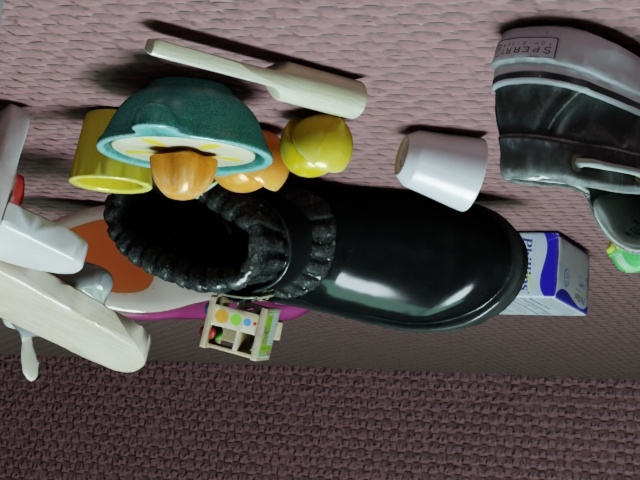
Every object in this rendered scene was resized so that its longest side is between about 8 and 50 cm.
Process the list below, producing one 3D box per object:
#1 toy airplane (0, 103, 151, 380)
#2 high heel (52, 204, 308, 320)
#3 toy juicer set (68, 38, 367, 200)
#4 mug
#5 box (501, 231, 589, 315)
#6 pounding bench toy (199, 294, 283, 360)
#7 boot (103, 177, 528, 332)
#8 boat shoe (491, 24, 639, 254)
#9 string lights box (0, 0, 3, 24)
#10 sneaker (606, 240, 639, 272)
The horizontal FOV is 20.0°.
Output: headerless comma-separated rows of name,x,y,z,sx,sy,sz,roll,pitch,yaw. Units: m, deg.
toy airplane,-0.365,-0.001,1.587,0.384,0.272,0.386,-7,133,2
high heel,-0.167,0.048,1.998,0.377,0.127,0.181,4,161,-20
toy juicer set,-0.067,-0.071,1.393,0.209,0.089,0.329,7,170,-16
mug,0.093,-0.059,1.489,0.064,0.062,0.078,15,162,-14
box,0.209,0.036,1.965,0.137,0.072,0.126,1,170,24
pounding bench toy,-0.077,0.084,1.775,0.065,0.052,0.083,14,-179,14
boot,-0.001,0.004,1.685,0.348,0.131,0.260,1,170,20
boat shoe,0.225,-0.049,1.273,0.335,0.119,0.121,17,172,-41
string lights box,-0.321,-0.159,1.010,0.260,0.076,0.133,2,170,12
sneaker,0.414,0.031,1.689,0.295,0.123,0.109,6,171,-9
